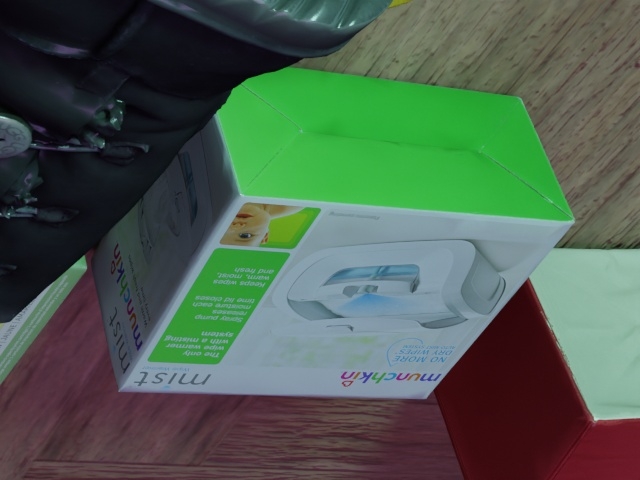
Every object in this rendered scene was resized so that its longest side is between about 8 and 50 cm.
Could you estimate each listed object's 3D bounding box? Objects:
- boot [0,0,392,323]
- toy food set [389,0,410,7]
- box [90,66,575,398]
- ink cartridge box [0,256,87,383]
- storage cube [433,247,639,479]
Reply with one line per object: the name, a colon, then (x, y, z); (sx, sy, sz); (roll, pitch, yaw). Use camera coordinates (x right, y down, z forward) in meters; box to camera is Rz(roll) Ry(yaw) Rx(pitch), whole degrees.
boot: (-0.229, -0.122, 0.838); (0.367, 0.146, 0.445); (31, 148, -22)
toy food set: (0.004, -0.217, 0.888); (0.128, 0.071, 0.218); (-52, 140, 9)
box: (0.000, 0.000, 1.145); (0.262, 0.127, 0.231); (5, 140, -29)
ink cartridge box: (-0.307, 0.032, 1.129); (0.235, 0.056, 0.171); (8, 141, -34)
storage cube: (0.233, 0.135, 1.362); (0.183, 0.215, 0.193); (2, 137, -23)
